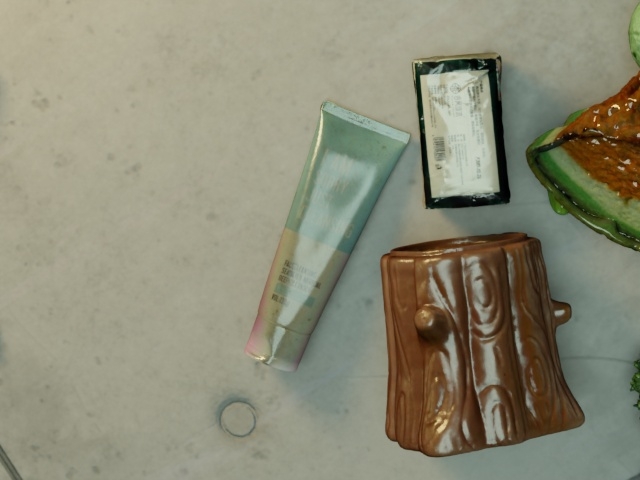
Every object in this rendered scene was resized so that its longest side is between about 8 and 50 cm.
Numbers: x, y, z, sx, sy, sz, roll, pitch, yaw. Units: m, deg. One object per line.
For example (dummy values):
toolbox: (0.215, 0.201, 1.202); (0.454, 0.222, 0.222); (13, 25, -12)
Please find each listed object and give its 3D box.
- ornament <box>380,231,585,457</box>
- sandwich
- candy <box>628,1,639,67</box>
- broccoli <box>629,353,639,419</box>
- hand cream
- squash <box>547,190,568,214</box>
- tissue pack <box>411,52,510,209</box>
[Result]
ornament: (0.160, 0.109, 1.490); (0.235, 0.221, 0.217); (-4, 94, 37)
sandwich: (0.370, -0.083, 1.438); (0.292, 0.109, 0.212); (15, 133, 16)
candy: (0.551, -0.235, 1.438); (0.440, 0.119, 0.119); (-5, 98, 1)
broccoli: (0.426, 0.183, 1.448); (0.194, 0.194, 0.219); (7, 77, 8)
hand cream: (0.000, 0.000, 1.569); (0.111, 0.070, 0.312); (21, 97, 9)
squash: (0.267, -0.072, 1.533); (0.027, 0.027, 0.089); (-18, 92, 11)
tissue pack: (0.158, -0.124, 1.510); (0.103, 0.090, 0.170); (-4, 99, 10)
